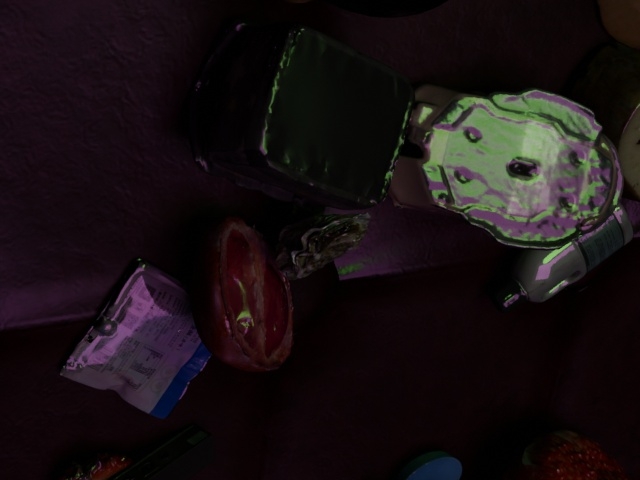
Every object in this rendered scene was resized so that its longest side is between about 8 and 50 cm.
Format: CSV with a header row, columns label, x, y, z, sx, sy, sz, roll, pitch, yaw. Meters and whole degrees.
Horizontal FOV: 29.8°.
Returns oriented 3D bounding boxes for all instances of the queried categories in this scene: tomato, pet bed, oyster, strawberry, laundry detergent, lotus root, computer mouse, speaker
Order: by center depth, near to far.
label,x,y,z,sx,sy,sz,roll,pitch,yaw
pet bed,-0.027,-0.134,1.353,0.211,0.159,0.183,17,86,-39
tomato,-0.109,0.070,1.419,0.099,0.173,0.189,-12,149,24
oyster,0.000,0.000,1.434,0.125,0.177,0.064,-18,81,-22
speaker,-0.215,0.300,1.507,0.191,0.040,0.046,-31,131,-37
strawberry,-0.275,0.311,1.516,0.104,0.048,0.152,-50,146,-6
computer mouse,0.202,-0.100,1.526,0.389,0.115,0.199,13,89,-15
lotus root,0.418,-0.140,1.628,0.138,0.119,0.235,-38,131,-7
laundry detergent,0.336,0.026,1.704,0.226,0.070,0.099,-37,135,-9
strawberry,0.380,0.443,1.858,0.267,0.312,0.351,-17,123,27

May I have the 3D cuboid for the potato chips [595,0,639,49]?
label,x,y,z,sx,sy,sz,roll,pitch,yaw
potato chips,0.454,-0.338,1.576,0.195,0.062,0.208,-38,132,-4

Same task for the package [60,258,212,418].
label,x,y,z,sx,sy,sz,roll,pitch,yaw
package,-0.204,0.125,1.464,0.173,0.027,0.171,33,93,-40

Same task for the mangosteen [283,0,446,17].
label,x,y,z,sx,sy,sz,roll,pitch,yaw
mangosteen,0.033,-0.340,1.192,0.302,0.275,0.275,-27,127,-17

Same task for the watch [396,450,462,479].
label,x,y,z,sx,sy,sz,roll,pitch,yaw
watch,0.169,0.440,1.758,0.211,0.193,0.211,-15,122,-26
